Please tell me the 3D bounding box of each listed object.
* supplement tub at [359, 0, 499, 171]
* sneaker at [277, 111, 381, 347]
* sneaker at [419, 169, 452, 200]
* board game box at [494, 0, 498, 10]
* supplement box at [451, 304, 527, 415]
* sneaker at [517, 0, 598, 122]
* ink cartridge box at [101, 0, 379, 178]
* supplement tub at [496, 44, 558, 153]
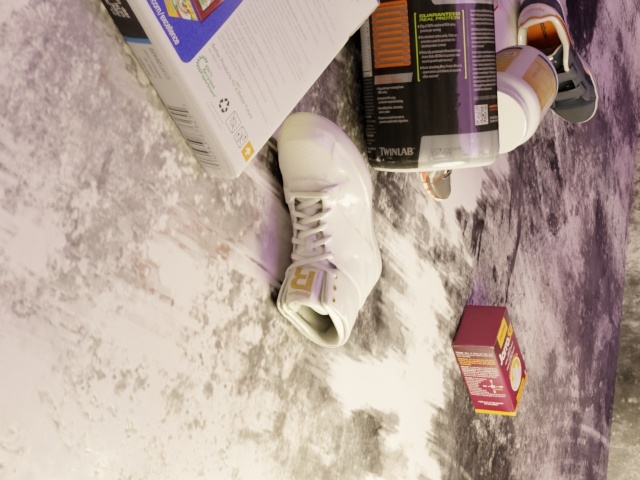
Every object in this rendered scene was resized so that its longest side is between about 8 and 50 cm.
[{"bbox_3d":[0.154,-0.261,1.481,0.193,0.193,0.316,-17,106,-61],"label":"supplement tub"},{"bbox_3d":[0.000,0.000,1.287,0.169,0.108,0.292,-64,144,-44],"label":"sneaker"},{"bbox_3d":[0.198,-0.132,1.697,0.061,0.065,0.158,-58,138,-44],"label":"sneaker"},{"bbox_3d":[0.256,-0.475,1.823,0.147,0.045,0.193,-52,134,-49],"label":"board game box"},{"bbox_3d":[0.311,0.219,1.891,0.104,0.081,0.188,-63,141,-40],"label":"supplement box"},{"bbox_3d":[0.489,-0.361,2.177,0.321,0.126,0.127,59,36,-28],"label":"sneaker"},{"bbox_3d":[-0.084,-0.280,1.109,0.307,0.072,0.303,-56,137,-28],"label":"ink cartridge box"},{"bbox_3d":[0.338,-0.254,1.872,0.199,0.144,0.144,-50,133,-49],"label":"supplement tub"}]
